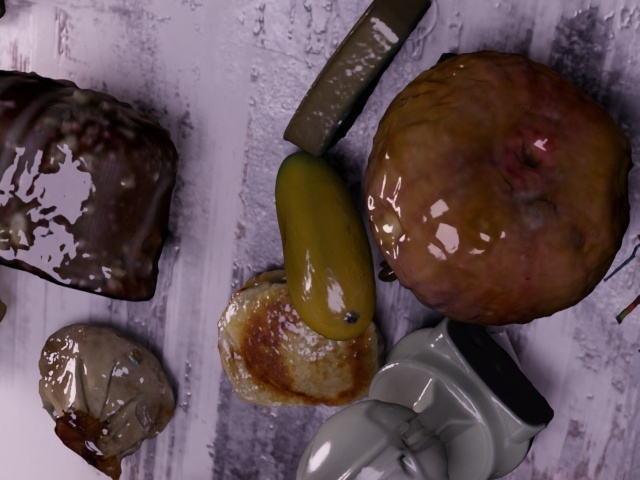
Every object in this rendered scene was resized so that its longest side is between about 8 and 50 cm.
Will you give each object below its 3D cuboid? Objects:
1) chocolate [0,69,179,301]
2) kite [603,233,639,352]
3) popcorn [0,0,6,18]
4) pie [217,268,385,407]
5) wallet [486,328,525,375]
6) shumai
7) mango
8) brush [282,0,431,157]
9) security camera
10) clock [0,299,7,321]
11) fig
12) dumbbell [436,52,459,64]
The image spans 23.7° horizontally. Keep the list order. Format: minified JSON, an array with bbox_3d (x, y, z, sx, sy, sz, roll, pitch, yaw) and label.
[{"bbox_3d":[-0.314,-0.086,1.784,0.340,0.225,0.210,22,105,13],"label":"chocolate"},{"bbox_3d":[0.364,0.029,1.598,0.160,0.183,0.010,-45,50,-6],"label":"kite"},{"bbox_3d":[-0.555,-0.343,1.763,0.293,0.237,0.293,7,110,20],"label":"popcorn"},{"bbox_3d":[-0.026,0.124,1.818,0.205,0.084,0.179,-3,110,21],"label":"pie"},{"bbox_3d":[0.209,0.162,1.767,0.061,0.025,0.122,-16,104,31],"label":"wallet"},{"bbox_3d":[-0.296,0.211,1.952,0.201,0.120,0.201,10,118,19],"label":"shumai"},{"bbox_3d":[0.002,-0.001,1.694,0.137,0.091,0.237,128,130,-63],"label":"mango"},{"bbox_3d":[0.040,-0.184,1.637,0.059,0.123,0.197,36,122,2],"label":"brush"},{"bbox_3d":[0.095,0.230,1.679,0.197,0.277,0.191,50,136,6],"label":"security camera"},{"bbox_3d":[-0.493,0.070,1.979,0.170,0.069,0.232,40,132,-5],"label":"clock"},{"bbox_3d":[0.145,-0.035,1.626,0.286,0.286,0.369,53,152,-5],"label":"fig"},{"bbox_3d":[0.130,-0.163,1.657,0.040,0.036,0.083,35,120,4],"label":"dumbbell"}]
